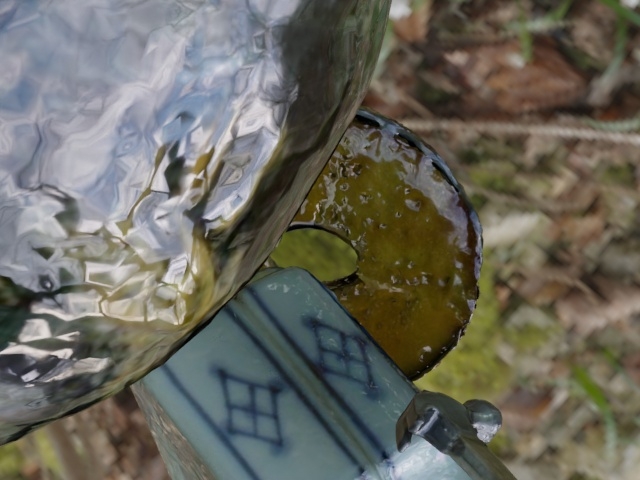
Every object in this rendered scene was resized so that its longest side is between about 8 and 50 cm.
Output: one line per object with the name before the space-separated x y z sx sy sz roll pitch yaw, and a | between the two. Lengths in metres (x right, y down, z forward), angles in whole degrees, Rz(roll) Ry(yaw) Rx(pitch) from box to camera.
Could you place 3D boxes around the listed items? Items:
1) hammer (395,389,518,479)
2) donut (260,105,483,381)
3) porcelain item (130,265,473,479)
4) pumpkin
hammer | 0.086 0.110 0.688 0.062 0.182 0.017 15 114 -46
donut | 0.000 0.000 1.634 0.272 0.107 0.272 2 106 7
porcelain item | 0.004 0.177 1.408 0.157 0.286 0.281 -31 141 -14
pumpkin | -0.178 -0.138 0.722 0.344 0.454 0.454 -23 132 -56
